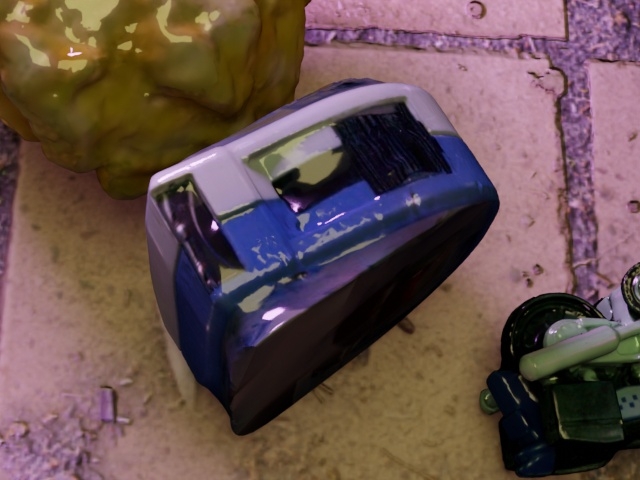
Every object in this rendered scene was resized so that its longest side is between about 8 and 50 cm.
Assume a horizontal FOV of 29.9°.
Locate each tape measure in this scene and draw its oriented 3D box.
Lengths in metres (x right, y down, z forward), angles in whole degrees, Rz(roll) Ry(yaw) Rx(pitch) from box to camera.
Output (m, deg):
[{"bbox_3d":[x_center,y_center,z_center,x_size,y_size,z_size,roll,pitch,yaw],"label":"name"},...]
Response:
[{"bbox_3d":[-0.002,0.000,0.878,0.262,0.259,0.138,-35,76,-18],"label":"tape measure"}]

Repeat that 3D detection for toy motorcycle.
[{"bbox_3d":[0.296,0.121,0.945,0.331,0.125,0.196,-4,68,-13],"label":"toy motorcycle"}]

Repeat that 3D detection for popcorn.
[{"bbox_3d":[-0.151,-0.210,0.926,0.334,0.292,0.293,19,27,-31],"label":"popcorn"}]
